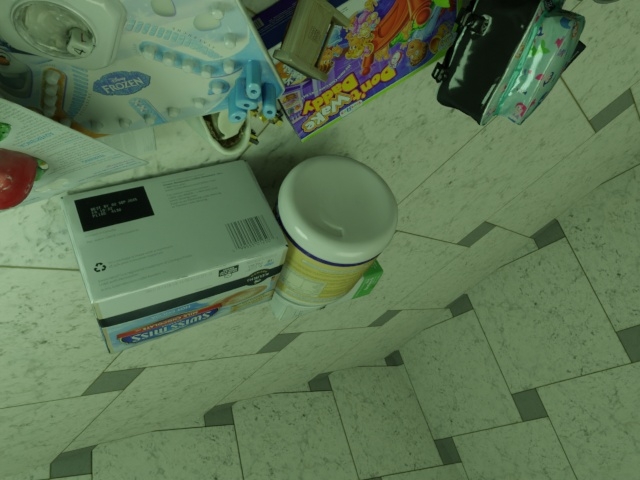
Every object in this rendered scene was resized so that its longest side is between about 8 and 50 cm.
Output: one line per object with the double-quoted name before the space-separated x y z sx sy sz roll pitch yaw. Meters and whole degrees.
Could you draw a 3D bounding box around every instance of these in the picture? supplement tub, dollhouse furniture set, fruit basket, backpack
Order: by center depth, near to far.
"fruit basket" -0.444 -0.114 0.564 0.327 0.165 0.353 -13 170 23
"dollhouse furniture set" -0.043 -0.319 0.613 0.129 0.129 0.183 10 105 -52
"backpack" 0.332 -0.334 0.858 0.253 0.191 0.225 -48 162 -48
"supplement tub" 0.000 0.000 1.071 0.241 0.241 0.331 -17 158 -25

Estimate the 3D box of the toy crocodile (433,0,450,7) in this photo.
"toy crocodile" 0.310 -0.432 0.680 0.341 0.115 0.105 -25 157 5

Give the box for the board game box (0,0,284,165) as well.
"board game box" -0.282 -0.224 0.527 0.390 0.050 0.390 -8 156 13

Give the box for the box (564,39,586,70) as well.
"box" 0.438 -0.401 1.064 0.207 0.108 0.153 -6 145 -41

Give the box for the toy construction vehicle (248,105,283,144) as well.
"toy construction vehicle" -0.121 -0.213 0.911 0.086 0.035 0.098 -41 152 22

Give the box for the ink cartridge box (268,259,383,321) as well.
"ink cartridge box" -0.014 0.067 1.319 0.289 0.211 0.121 -14 151 -29

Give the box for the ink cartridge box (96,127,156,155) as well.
"ink cartridge box" -0.328 -0.163 0.797 0.115 0.029 0.062 -17 152 -22

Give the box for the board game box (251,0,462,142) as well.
"board game box" 0.068 -0.341 0.828 0.347 0.078 0.233 -31 154 2

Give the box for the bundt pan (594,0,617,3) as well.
"bundt pan" 0.516 -0.565 0.788 0.331 0.124 0.330 -11 151 -6

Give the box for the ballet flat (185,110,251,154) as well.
"ballet flat" -0.148 -0.269 0.676 0.139 0.139 0.400 -23 153 -15

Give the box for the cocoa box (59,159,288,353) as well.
"cocoa box" -0.275 0.027 0.958 0.347 0.231 0.228 -17 152 -24
